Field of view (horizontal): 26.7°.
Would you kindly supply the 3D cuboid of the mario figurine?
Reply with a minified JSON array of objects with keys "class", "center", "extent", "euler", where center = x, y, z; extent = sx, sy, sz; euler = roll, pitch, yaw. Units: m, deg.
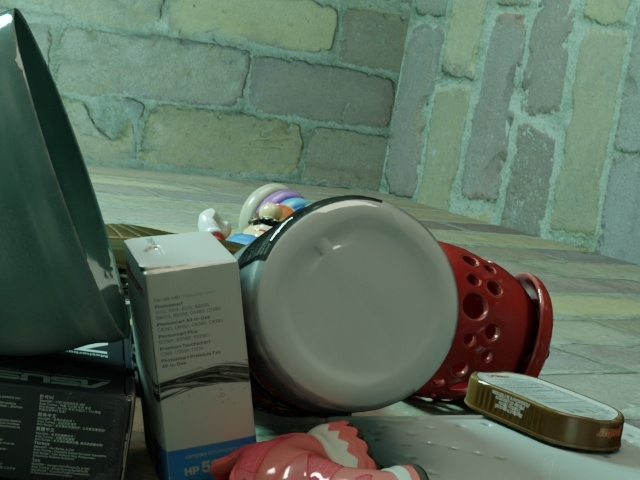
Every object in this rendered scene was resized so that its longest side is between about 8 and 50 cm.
[{"class":"mario figurine","center":[-0.111,0.002,2.090],"extent":[0.198,0.170,0.320],"euler":[46,23,7]}]

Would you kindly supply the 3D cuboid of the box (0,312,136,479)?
[{"class":"box","center":[-0.371,0.117,1.225],"extent":[0.395,0.097,0.318],"euler":[7,10,-10]}]

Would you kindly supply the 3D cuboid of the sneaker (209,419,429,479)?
[{"class":"sneaker","center":[-0.007,0.216,1.005],"extent":[0.136,0.115,0.314],"euler":[-3,4,-15]}]

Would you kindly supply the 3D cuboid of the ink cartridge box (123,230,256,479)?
[{"class":"ink cartridge box","center":[-0.116,0.104,1.191],"extent":[0.086,0.203,0.148],"euler":[-7,13,-14]}]

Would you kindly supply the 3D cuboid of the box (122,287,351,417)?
[{"class":"box","center":[-0.127,0.123,1.588],"extent":[0.296,0.073,0.293],"euler":[9,9,-12]}]

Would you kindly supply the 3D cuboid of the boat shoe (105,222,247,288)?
[{"class":"boat shoe","center":[-0.200,0.037,1.739],"extent":[0.285,0.089,0.104],"euler":[9,8,-26]}]

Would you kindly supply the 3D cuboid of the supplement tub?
[{"class":"supplement tub","center":[-0.005,0.074,1.306],"extent":[0.194,0.193,0.316],"euler":[8,-10,-13]}]

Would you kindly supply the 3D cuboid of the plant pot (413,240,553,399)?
[{"class":"plant pot","center":[0.178,0.110,1.654],"extent":[0.174,0.191,0.191],"euler":[17,5,-16]}]

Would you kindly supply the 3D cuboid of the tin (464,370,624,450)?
[{"class":"tin","center":[0.234,0.175,1.411],"extent":[0.106,0.040,0.190],"euler":[9,6,-38]}]

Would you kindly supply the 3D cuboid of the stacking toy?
[{"class":"stacking toy","center":[0.000,0.000,2.449],"extent":[0.141,0.141,0.330],"euler":[2,14,-43]}]

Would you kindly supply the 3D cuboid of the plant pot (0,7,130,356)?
[{"class":"plant pot","center":[-0.299,-0.026,1.130],"extent":[0.196,0.293,0.293],"euler":[-18,11,-4]}]

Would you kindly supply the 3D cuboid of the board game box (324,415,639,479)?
[{"class":"board game box","center":[0.257,0.244,1.246],"extent":[0.390,0.050,0.390],"euler":[4,9,-33]}]
